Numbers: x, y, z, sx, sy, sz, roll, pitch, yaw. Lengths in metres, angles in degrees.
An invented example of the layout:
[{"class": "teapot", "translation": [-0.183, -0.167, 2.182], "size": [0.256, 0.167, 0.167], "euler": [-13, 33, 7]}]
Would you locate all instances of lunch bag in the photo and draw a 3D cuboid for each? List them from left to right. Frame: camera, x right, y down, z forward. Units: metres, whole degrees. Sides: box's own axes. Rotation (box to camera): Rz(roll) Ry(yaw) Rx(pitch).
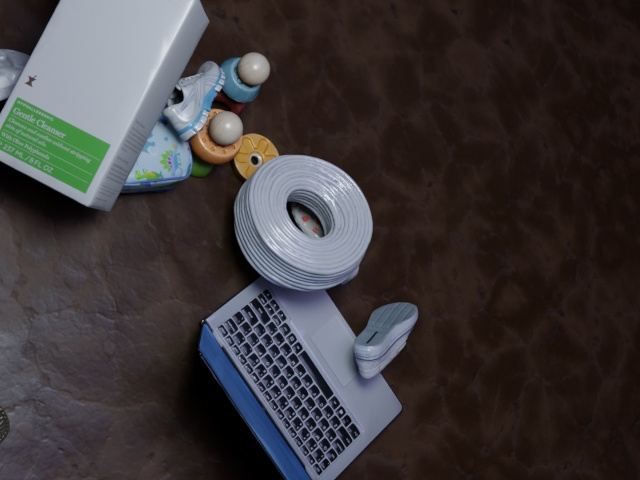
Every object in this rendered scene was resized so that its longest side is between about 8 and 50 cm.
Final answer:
[{"class": "lunch bag", "translation": [-0.328, -0.193, 1.707], "size": [0.176, 0.090, 0.219], "euler": [-9, 82, -34]}]

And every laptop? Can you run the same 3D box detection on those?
[{"class": "laptop", "translation": [-0.014, 0.246, 1.694], "size": [0.408, 0.236, 0.382], "euler": [-38, 98, -36]}]

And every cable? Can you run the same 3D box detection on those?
[{"class": "cable", "translation": [-0.028, -0.033, 1.774], "size": [0.257, 0.089, 0.257], "euler": [19, 54, -21]}]

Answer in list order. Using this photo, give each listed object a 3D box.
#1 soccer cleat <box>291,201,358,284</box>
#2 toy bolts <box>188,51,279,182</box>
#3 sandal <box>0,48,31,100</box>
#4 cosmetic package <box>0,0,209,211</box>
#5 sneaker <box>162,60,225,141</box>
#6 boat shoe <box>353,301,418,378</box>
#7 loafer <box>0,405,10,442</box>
[{"class": "soccer cleat", "translation": [0.000, 0.000, 1.889], "size": [0.068, 0.076, 0.196], "euler": [-26, 71, -34]}, {"class": "toy bolts", "translation": [-0.135, -0.227, 1.805], "size": [0.218, 0.158, 0.229], "euler": [18, 67, -28]}, {"class": "sandal", "translation": [-0.607, -0.190, 1.508], "size": [0.416, 0.169, 0.102], "euler": [-27, 132, -37]}, {"class": "cosmetic package", "translation": [-0.348, -0.251, 1.558], "size": [0.196, 0.155, 0.366], "euler": [26, 89, 2]}, {"class": "sneaker", "translation": [-0.225, -0.262, 1.705], "size": [0.083, 0.071, 0.191], "euler": [42, 38, -27]}, {"class": "boat shoe", "translation": [0.121, 0.191, 1.896], "size": [0.226, 0.083, 0.076], "euler": [-32, 128, -53]}, {"class": "loafer", "translation": [-0.525, 0.248, 1.469], "size": [0.056, 0.050, 0.148], "euler": [-52, 121, -30]}]
